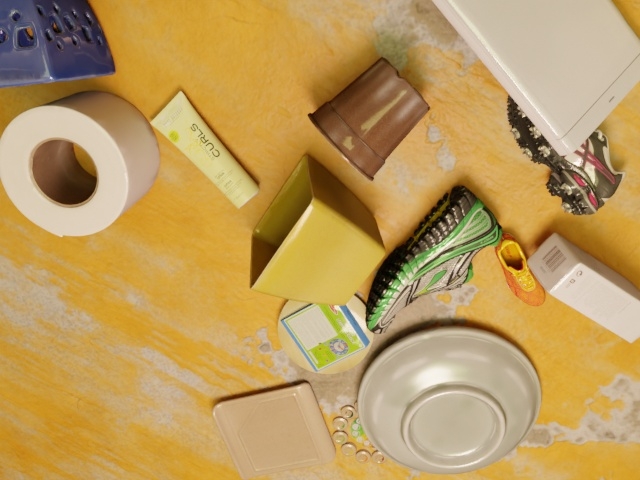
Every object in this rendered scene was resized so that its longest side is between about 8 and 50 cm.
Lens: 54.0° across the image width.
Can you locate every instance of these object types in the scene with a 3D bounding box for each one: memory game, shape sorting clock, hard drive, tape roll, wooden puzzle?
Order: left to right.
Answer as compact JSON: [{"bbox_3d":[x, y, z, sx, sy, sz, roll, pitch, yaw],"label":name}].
[{"bbox_3d":[-0.450,-0.150,1.193,0.246,0.169,0.246,3,113,6],"label":"tape roll"},{"bbox_3d":[-0.106,0.444,1.470,0.239,0.044,0.221,-17,109,8],"label":"wooden puzzle"},{"bbox_3d":[0.011,0.191,1.348,0.206,0.040,0.206,3,109,8],"label":"shape sorting clock"},{"bbox_3d":[0.117,0.445,1.456,0.186,0.012,0.186,2,112,6],"label":"memory game"},{"bbox_3d":[0.368,-0.348,1.028,0.233,0.047,0.353,-46,102,-9],"label":"hard drive"}]

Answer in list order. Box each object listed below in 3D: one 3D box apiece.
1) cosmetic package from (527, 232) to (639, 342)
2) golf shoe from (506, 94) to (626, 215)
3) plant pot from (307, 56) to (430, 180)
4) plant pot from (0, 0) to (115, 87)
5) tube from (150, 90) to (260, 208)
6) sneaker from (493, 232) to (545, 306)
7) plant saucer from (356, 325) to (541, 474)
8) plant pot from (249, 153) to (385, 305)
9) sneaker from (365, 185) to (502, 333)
[{"bbox_3d":[0.512,0.090,1.180,0.231,0.117,0.085,30,113,-20],"label":"cosmetic package"},{"bbox_3d":[0.437,-0.175,1.130,0.120,0.105,0.273,-39,105,-3],"label":"golf shoe"},{"bbox_3d":[0.092,-0.222,1.111,0.167,0.167,0.165,43,103,-11],"label":"plant pot"},{"bbox_3d":[-0.523,-0.374,1.080,0.236,0.236,0.212,-2,107,8],"label":"plant pot"},{"bbox_3d":[-0.220,-0.167,1.221,0.070,0.062,0.240,-44,98,-21],"label":"tube"},{"bbox_3d":[0.390,0.066,1.237,0.064,0.067,0.175,-32,107,15],"label":"sneaker"},{"bbox_3d":[0.279,0.374,1.342,0.401,0.100,0.400,1,115,1],"label":"plant saucer"},{"bbox_3d":[0.000,0.000,1.193,0.187,0.212,0.212,28,113,-20],"label":"plant pot"},{"bbox_3d":[0.212,0.067,1.222,0.146,0.134,0.343,38,111,-10],"label":"sneaker"}]
